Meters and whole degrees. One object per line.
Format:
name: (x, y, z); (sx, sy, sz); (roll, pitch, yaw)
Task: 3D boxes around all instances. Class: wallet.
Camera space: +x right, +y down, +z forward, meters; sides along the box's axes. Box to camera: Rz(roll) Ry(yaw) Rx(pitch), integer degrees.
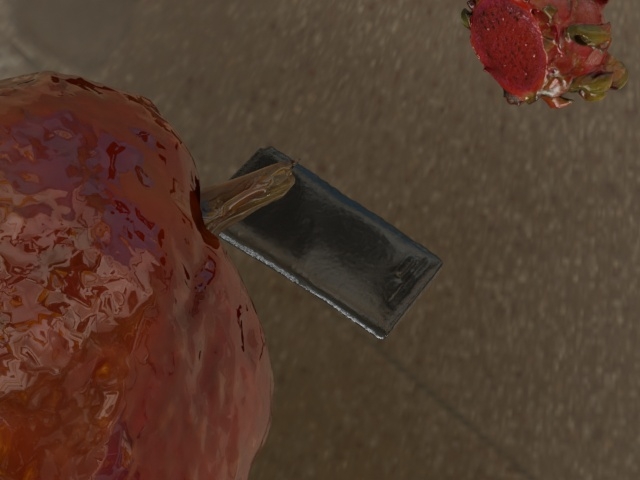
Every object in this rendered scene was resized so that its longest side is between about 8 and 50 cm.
wallet: (0.000, 0.000, 1.912); (0.244, 0.124, 0.025); (34, 149, 14)

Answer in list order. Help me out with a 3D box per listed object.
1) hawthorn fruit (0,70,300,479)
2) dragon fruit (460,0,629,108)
hawthorn fruit: (-0.097, 0.046, 0.423); (0.173, 0.179, 0.173); (14, 123, 23)
dragon fruit: (0.225, -0.191, 1.730); (0.208, 0.133, 0.150); (28, 95, -39)
